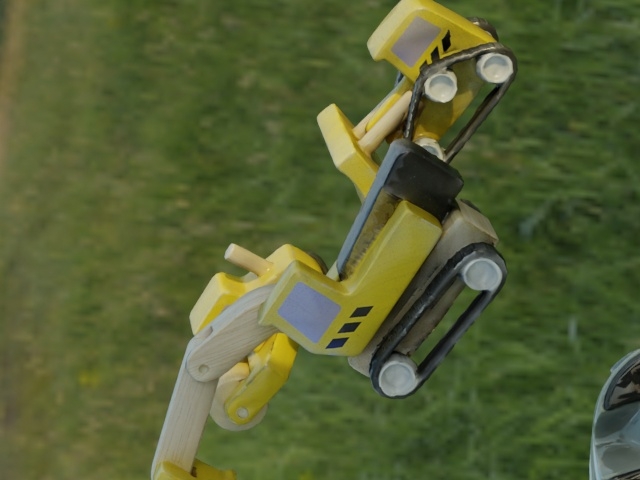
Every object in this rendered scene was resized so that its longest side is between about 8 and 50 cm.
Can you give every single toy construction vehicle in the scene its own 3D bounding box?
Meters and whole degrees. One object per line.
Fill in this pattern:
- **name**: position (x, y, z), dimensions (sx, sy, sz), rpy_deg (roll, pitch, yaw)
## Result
- **toy construction vehicle**: position (0.000, 0.000, 0.351), dimensions (0.098, 0.035, 0.086), rpy_deg (-51, 19, 16)

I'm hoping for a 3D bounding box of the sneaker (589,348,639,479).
- **sneaker**: position (0.204, 0.210, 0.860), dimensions (0.146, 0.122, 0.330), rpy_deg (92, 167, -82)
